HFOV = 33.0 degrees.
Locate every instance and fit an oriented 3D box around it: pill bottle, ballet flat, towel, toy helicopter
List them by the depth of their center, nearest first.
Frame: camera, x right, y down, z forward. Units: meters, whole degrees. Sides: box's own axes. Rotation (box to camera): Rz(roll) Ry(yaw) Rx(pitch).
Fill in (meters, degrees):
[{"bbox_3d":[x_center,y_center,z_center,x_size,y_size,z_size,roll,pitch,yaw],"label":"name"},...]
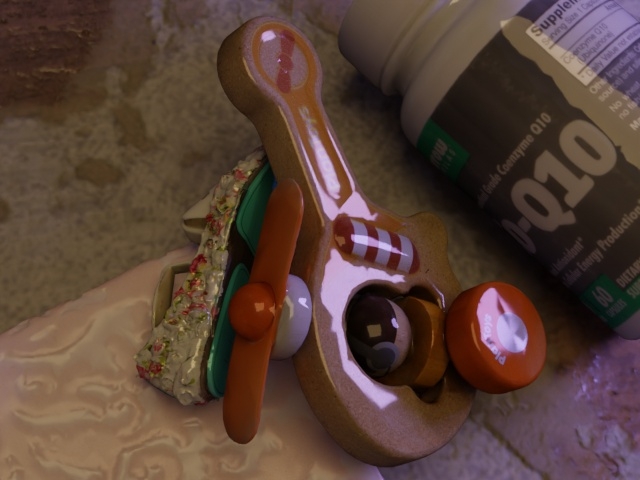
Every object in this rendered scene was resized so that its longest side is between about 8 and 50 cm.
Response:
[{"bbox_3d":[0.000,0.000,0.810,0.235,0.140,0.355,-19,84,-40],"label":"toy helicopter"},{"bbox_3d":[-0.137,0.184,0.830,0.331,0.053,0.317,-26,73,-21],"label":"towel"},{"bbox_3d":[-0.083,0.014,0.847,0.077,0.091,0.241,7,58,21],"label":"ballet flat"},{"bbox_3d":[0.200,-0.107,0.919,0.361,0.204,0.204,44,69,11],"label":"pill bottle"}]
